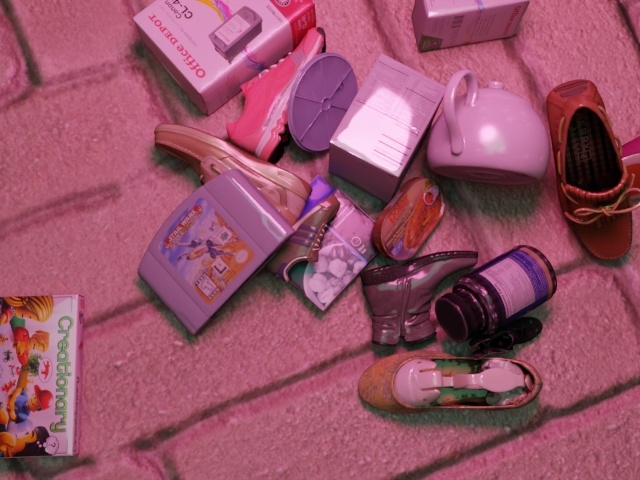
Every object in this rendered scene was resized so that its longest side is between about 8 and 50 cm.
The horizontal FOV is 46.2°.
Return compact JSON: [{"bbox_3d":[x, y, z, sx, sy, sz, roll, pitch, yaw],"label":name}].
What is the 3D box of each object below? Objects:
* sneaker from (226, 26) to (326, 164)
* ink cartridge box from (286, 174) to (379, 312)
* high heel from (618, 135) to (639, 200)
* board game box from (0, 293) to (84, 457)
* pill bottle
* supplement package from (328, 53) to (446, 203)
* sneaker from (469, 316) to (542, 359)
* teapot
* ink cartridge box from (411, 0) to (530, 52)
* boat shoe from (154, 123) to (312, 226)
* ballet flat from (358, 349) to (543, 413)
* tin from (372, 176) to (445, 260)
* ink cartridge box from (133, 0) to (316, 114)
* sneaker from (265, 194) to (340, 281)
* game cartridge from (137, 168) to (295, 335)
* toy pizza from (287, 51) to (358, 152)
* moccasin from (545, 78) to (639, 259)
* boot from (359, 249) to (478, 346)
[{"bbox_3d":[-0.090,-0.316,1.534,0.136,0.116,0.314,25,79,6],"label":"sneaker"},{"bbox_3d":[0.000,0.000,1.505,0.208,0.045,0.206,42,81,9],"label":"ink cartridge box"},{"bbox_3d":[0.685,-0.202,1.553,0.377,0.127,0.181,-19,40,4],"label":"high heel"},{"bbox_3d":[-0.558,0.258,1.438,0.192,0.053,0.306,-2,78,-2],"label":"board game box"},{"bbox_3d":[0.329,0.103,1.421,0.219,0.123,0.123,-26,79,-22],"label":"pill bottle"},{"bbox_3d":[0.126,-0.214,1.474,0.149,0.194,0.203,28,79,6],"label":"supplement package"},{"bbox_3d":[0.359,0.188,1.440,0.170,0.089,0.051,-11,96,-6],"label":"sneaker"},{"bbox_3d":[0.324,-0.216,1.445,0.252,0.256,0.187,7,89,-7],"label":"teapot"},{"bbox_3d":[0.306,-0.479,1.552,0.212,0.154,0.093,-9,77,-2],"label":"ink cartridge box"},{"bbox_3d":[-0.189,-0.129,1.489,0.341,0.121,0.110,24,83,7],"label":"boat shoe"},{"bbox_3d":[0.247,0.267,1.417,0.348,0.123,0.123,1,78,0],"label":"ballet flat"},{"bbox_3d":[0.176,-0.045,1.488,0.190,0.040,0.106,-50,122,-20],"label":"tin"},{"bbox_3d":[-0.192,-0.447,1.552,0.306,0.131,0.226,-40,82,-10],"label":"ink cartridge box"},{"bbox_3d":[-0.024,0.004,1.449,0.192,0.064,0.086,-38,79,1],"label":"sneaker"},{"bbox_3d":[-0.212,0.016,1.436,0.198,0.062,0.297,45,106,4],"label":"game cartridge"},{"bbox_3d":[0.001,-0.276,1.503,0.032,0.201,0.201,24,77,38],"label":"toy pizza"},{"bbox_3d":[0.520,-0.113,1.408,0.139,0.147,0.380,-11,123,13],"label":"moccasin"},{"bbox_3d":[0.205,0.114,1.479,0.246,0.083,0.161,-14,91,-4],"label":"boot"}]
